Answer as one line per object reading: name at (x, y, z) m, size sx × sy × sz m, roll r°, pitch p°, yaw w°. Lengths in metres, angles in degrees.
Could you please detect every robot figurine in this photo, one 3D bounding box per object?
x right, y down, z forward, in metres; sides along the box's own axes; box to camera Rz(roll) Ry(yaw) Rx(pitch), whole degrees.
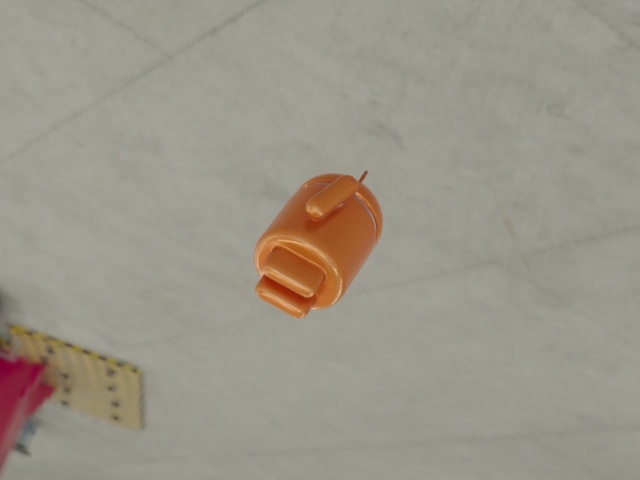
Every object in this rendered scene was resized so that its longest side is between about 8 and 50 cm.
robot figurine at (0.001, -0.001, 1.680) m, size 0.128 × 0.219 × 0.158 m, roll -3°, pitch 125°, yaw 33°
